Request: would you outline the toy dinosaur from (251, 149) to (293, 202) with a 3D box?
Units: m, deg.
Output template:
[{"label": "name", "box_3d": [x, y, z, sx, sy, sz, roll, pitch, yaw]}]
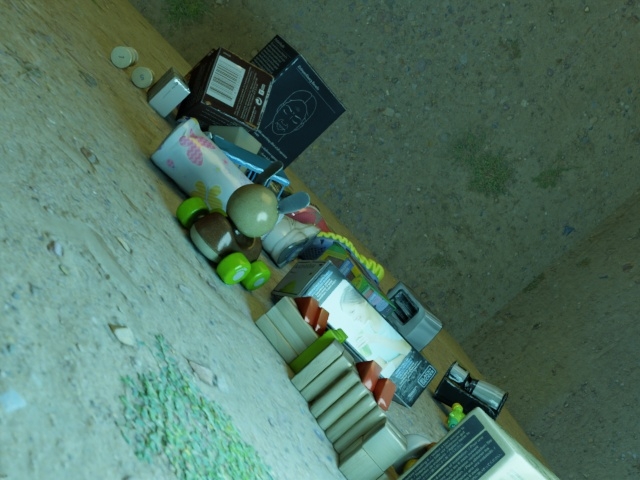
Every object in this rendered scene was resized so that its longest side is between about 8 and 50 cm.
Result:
[{"label": "toy dinosaur", "box_3d": [-0.152, -0.154, 1.766, 0.313, 0.121, 0.160, 47, -3, -15]}]

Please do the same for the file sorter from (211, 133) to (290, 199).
[{"label": "file sorter", "box_3d": [-0.173, -0.135, 1.301, 0.170, 0.105, 0.118, 23, 16, -23]}]

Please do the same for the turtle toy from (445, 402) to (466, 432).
[{"label": "turtle toy", "box_3d": [0.361, 0.476, 1.506, 0.130, 0.066, 0.095, 46, 7, -14]}]

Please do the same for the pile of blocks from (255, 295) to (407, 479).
[{"label": "pile of blocks", "box_3d": [0.043, 0.206, 0.878, 0.149, 0.112, 0.362, 39, 11, -51]}]

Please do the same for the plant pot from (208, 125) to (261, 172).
[{"label": "plant pot", "box_3d": [-0.238, -0.236, 1.600, 0.108, 0.096, 0.109, 8, -13, 28]}]

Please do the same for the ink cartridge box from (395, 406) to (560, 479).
[{"label": "ink cartridge box", "box_3d": [0.200, 0.341, 0.742, 0.234, 0.193, 0.088, 44, 6, -33]}]

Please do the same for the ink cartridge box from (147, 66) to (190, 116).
[{"label": "ink cartridge box", "box_3d": [-0.395, -0.387, 1.563, 0.056, 0.099, 0.135, 45, 8, -30]}]

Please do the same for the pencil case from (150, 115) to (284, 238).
[{"label": "pencil case", "box_3d": [-0.195, -0.107, 1.155, 0.273, 0.113, 0.124, 47, 29, -11]}]

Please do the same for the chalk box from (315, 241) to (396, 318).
[{"label": "chalk box", "box_3d": [0.066, 0.133, 1.348, 0.132, 0.132, 0.213, 41, 8, -44]}]

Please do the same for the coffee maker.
[{"label": "coffee maker", "box_3d": [0.409, 0.452, 1.684, 0.178, 0.171, 0.120, 28, -23, 20]}]

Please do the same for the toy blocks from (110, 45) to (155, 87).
[{"label": "toy blocks", "box_3d": [-0.487, -0.459, 1.595, 0.123, 0.054, 0.148, 45, 7, -17]}]

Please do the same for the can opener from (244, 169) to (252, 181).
[{"label": "can opener", "box_3d": [-0.221, -0.217, 1.847, 0.073, 0.059, 0.186, 49, 7, 18]}]

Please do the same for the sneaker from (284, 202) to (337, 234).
[{"label": "sneaker", "box_3d": [0.001, 0.000, 1.767, 0.314, 0.116, 0.136, 41, 11, -46]}]

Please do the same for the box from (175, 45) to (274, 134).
[{"label": "box", "box_3d": [-0.258, -0.380, 1.614, 0.166, 0.169, 0.203, 23, -15, -29]}]

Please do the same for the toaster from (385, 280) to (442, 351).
[{"label": "toaster", "box_3d": [0.216, 0.227, 1.615, 0.110, 0.168, 0.186, 37, 11, -44]}]

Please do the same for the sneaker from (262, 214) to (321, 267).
[{"label": "sneaker", "box_3d": [-0.083, -0.022, 1.434, 0.129, 0.111, 0.297, 42, 5, 4]}]

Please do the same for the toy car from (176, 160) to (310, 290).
[{"label": "toy car", "box_3d": [-0.110, -0.039, 0.990, 0.155, 0.188, 0.149, 50, 8, 21]}]

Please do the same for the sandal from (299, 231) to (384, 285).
[{"label": "sandal", "box_3d": [0.057, 0.084, 1.664, 0.317, 0.126, 0.138, 31, 53, -31]}]

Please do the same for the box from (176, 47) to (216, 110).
[{"label": "box", "box_3d": [-0.359, -0.475, 1.855, 0.057, 0.201, 0.293, 44, 7, -34]}]

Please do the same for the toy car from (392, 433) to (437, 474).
[{"label": "toy car", "box_3d": [0.203, 0.356, 0.911, 0.182, 0.136, 0.159, 39, 10, -49]}]

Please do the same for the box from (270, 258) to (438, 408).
[{"label": "box", "box_3d": [0.057, 0.163, 1.090, 0.290, 0.087, 0.169, 47, -16, -14]}]

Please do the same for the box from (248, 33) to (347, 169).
[{"label": "box", "box_3d": [-0.166, -0.450, 2.091, 0.293, 0.395, 0.212, 41, 9, -44]}]
